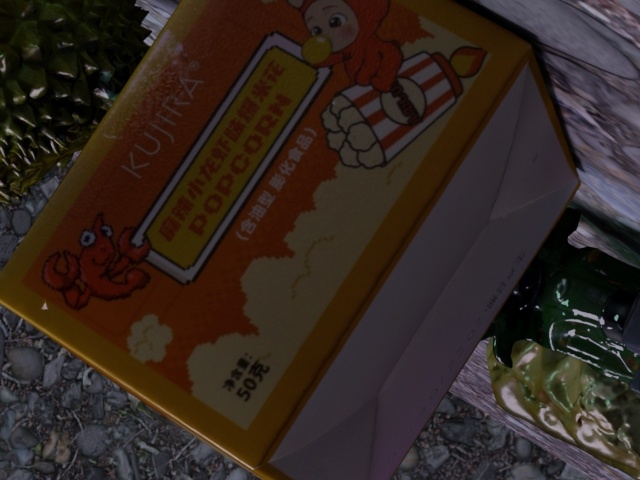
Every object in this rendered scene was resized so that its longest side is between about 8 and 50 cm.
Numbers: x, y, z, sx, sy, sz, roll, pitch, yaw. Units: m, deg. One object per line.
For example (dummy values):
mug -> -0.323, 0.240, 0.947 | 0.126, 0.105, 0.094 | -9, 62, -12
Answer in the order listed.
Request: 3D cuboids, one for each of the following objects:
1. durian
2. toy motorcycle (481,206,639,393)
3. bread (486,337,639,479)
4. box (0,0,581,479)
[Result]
durian -> -0.258, -0.151, 1.580 | 0.225, 0.291, 0.291 | 18, 171, 12
toy motorcycle -> 0.209, 0.052, 1.333 | 0.187, 0.124, 0.275 | 26, 176, -22
bread -> 0.241, 0.120, 1.652 | 0.152, 0.130, 0.268 | 26, 177, -20
box -> -0.011, -0.008, 1.178 | 0.214, 0.283, 0.259 | 30, 173, 21
